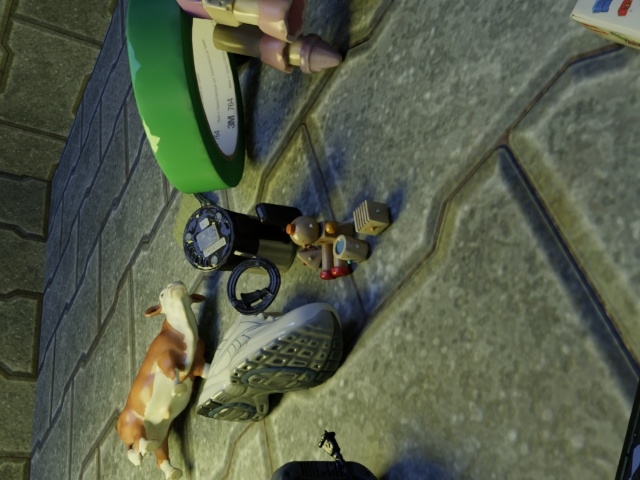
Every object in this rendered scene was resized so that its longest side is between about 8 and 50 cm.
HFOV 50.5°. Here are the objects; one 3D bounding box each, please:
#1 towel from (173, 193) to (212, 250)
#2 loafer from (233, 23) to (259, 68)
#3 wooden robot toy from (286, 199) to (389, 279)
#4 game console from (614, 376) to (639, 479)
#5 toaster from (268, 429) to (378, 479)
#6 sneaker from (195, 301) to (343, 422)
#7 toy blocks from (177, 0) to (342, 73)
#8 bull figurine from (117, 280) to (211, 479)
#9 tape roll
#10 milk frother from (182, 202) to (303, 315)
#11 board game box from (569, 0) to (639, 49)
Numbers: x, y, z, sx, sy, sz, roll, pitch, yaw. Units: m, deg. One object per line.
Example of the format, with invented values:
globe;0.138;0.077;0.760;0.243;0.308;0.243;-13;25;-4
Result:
towel;-0.237;-0.035;1.263;0.148;0.027;0.110;33;108;58
loafer;-0.150;-0.344;1.185;0.223;0.076;0.078;-34;43;46
wooden robot toy;0.000;0.000;0.788;0.173;0.079;0.076;-24;58;55
game console;0.213;0.152;0.231;0.250;0.173;0.293;15;95;36
toaster;-0.008;0.311;0.629;0.146;0.129;0.227;-57;36;35
sneaker;-0.074;0.132;0.841;0.297;0.111;0.129;-38;41;46
toy blocks;-0.027;-0.379;0.823;0.260;0.309;0.288;17;84;19
bull figurine;-0.243;0.224;1.094;0.188;0.101;0.310;40;113;56
tape roll;-0.190;-0.233;1.017;0.321;0.077;0.321;-7;-90;-82
milk frother;-0.083;0.029;0.869;0.129;0.135;0.143;-12;78;32
board game box;0.298;-0.176;0.369;0.193;0.053;0.305;-65;32;18
